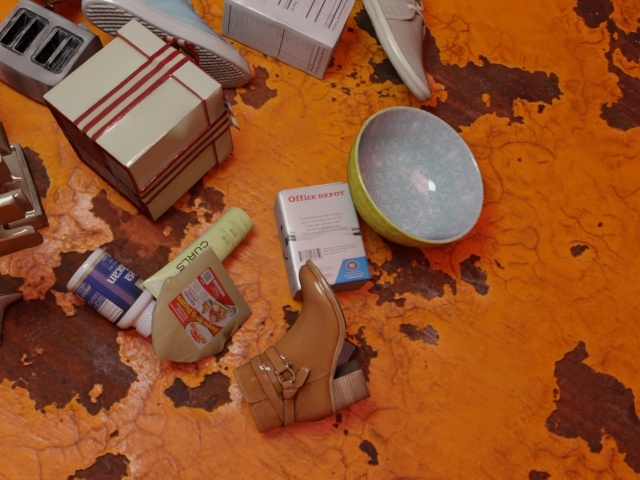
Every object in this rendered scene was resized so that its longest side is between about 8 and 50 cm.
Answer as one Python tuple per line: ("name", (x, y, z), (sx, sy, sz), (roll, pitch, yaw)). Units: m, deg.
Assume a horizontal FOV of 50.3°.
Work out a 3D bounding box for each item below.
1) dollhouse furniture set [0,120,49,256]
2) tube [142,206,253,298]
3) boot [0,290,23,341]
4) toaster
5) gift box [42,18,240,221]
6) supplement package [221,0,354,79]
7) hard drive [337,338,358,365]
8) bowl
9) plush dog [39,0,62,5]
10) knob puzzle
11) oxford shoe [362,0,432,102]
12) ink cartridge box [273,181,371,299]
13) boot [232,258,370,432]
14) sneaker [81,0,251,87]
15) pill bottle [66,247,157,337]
("dollhouse furniture set", (-0.628, -0.117, 1.099), (0.256, 0.394, 0.362), (-20, 77, -16))
("tube", (-0.220, 0.034, 1.283), (0.070, 0.062, 0.240), (31, 58, 18))
("boot", (-0.585, 0.144, 1.216), (0.118, 0.042, 0.087), (-14, 82, -14))
("toaster", (-0.546, -0.363, 1.344), (0.168, 0.110, 0.185), (28, 70, 0))
("gift box", (-0.299, -0.211, 1.272), (0.276, 0.255, 0.258), (39, 72, 9))
("supplement package", (-0.072, -0.476, 1.455), (0.244, 0.139, 0.134), (24, 71, -4))
("hard drive", (0.001, 0.237, 1.303), (0.094, 0.022, 0.135), (32, 70, 1))
("bowl", (0.162, -0.105, 1.359), (0.289, 0.156, 0.289), (10, 67, -23))
("plush dog", (-0.503, -0.555, 1.367), (0.225, 0.210, 0.262), (-25, 53, -20))
("knob puzzle", (-0.233, 0.136, 1.237), (0.213, 0.030, 0.213), (-13, 110, -41))
("oxford shoe", (0.168, -0.512, 1.491), (0.130, 0.169, 0.449), (-22, 72, 13))
("ink cartridge box", (0.000, 0.000, 1.344), (0.148, 0.086, 0.203), (-8, 73, -13))
("boot", (-0.054, 0.195, 1.229), (0.220, 0.109, 0.283), (-18, 99, -1))
("sneaker", (-0.277, -0.433, 1.338), (0.366, 0.135, 0.150), (24, 65, -43))
("pill bottle", (-0.362, 0.099, 1.234), (0.169, 0.094, 0.094), (39, 69, -10))
